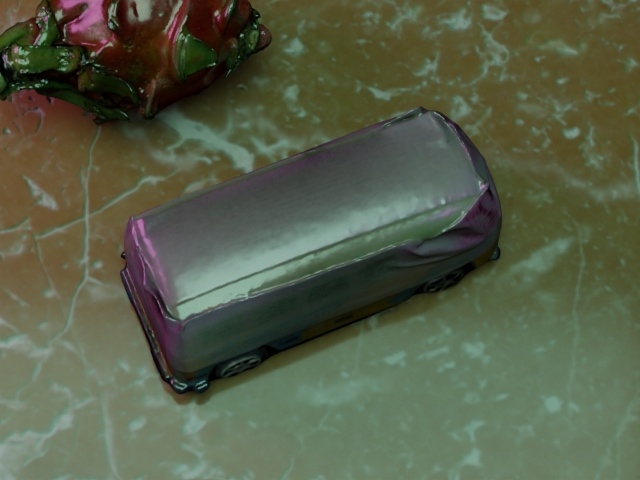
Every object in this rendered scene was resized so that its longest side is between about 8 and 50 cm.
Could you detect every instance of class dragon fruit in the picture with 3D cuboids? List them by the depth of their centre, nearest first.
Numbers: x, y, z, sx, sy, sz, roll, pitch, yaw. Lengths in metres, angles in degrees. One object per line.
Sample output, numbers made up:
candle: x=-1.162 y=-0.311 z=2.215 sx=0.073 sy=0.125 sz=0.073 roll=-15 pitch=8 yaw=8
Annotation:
dragon fruit: x=-0.193 y=-0.194 z=1.874 sx=0.200 sy=0.198 sz=0.269 roll=31 pitch=53 yaw=29

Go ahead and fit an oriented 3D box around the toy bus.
toy bus: x=0.000 y=0.000 z=1.840 sx=0.386 sy=0.162 sz=0.171 roll=-21 pitch=74 yaw=-9
